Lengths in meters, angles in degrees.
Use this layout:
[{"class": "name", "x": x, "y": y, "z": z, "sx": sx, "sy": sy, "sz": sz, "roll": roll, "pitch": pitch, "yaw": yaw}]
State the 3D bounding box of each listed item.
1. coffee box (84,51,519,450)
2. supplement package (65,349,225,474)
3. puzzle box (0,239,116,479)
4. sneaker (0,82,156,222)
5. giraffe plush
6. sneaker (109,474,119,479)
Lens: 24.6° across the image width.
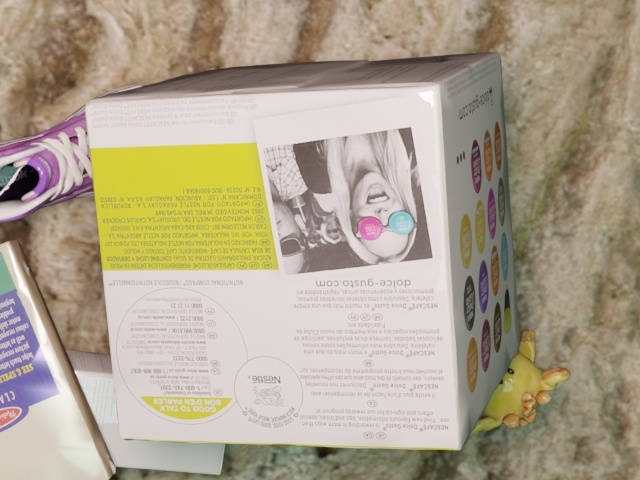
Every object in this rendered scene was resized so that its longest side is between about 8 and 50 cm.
[{"class": "coffee box", "x": 0.000, "y": 0.000, "z": 1.458, "sx": 0.338, "sy": 0.337, "sz": 0.334, "roll": -1, "pitch": 101, "yaw": 17}, {"class": "supplement package", "x": -0.198, "y": 0.190, "z": 1.622, "sx": 0.179, "sy": 0.105, "sz": 0.105, "roll": 7, "pitch": 96, "yaw": -14}, {"class": "puzzle box", "x": -0.449, "y": 0.200, "z": 1.527, "sx": 0.409, "sy": 0.052, "sz": 0.272, "roll": -22, "pitch": 91, "yaw": 2}, {"class": "sneaker", "x": -0.254, "y": -0.082, "z": 1.537, "sx": 0.282, "sy": 0.161, "sz": 0.102, "roll": -25, "pitch": 102, "yaw": -10}, {"class": "giraffe plush", "x": 0.183, "y": 0.153, "z": 1.673, "sx": 0.210, "sy": 0.170, "sz": 0.181, "roll": 32, "pitch": 90, "yaw": -16}, {"class": "sneaker", "x": -0.242, "y": 0.349, "z": 1.668, "sx": 0.071, "sy": 0.066, "sz": 0.188, "roll": -17, "pitch": 98, "yaw": 7}]
